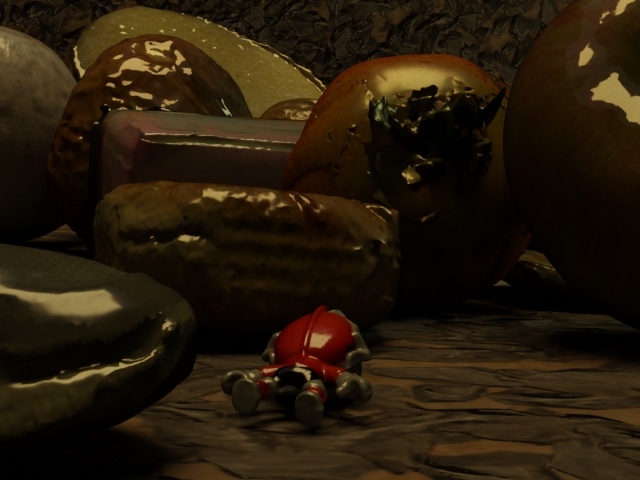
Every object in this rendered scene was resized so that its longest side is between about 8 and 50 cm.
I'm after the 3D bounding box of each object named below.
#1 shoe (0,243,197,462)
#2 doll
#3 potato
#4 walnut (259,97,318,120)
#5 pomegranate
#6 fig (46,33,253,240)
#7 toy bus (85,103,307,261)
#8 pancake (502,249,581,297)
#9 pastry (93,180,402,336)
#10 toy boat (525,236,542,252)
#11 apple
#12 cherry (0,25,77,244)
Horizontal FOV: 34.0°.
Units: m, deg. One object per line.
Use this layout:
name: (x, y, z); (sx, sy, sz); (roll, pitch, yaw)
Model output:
shoe: (-0.210, -0.013, 0.375); (0.336, 0.171, 0.132); (1, 3, 3)
doll: (-0.002, 0.054, 0.464); (0.057, 0.039, 0.114); (-28, 5, 18)
potato: (-0.218, -0.139, 1.724); (0.442, 0.319, 0.385); (18, 40, -7)
walnut: (0.002, -0.131, 1.502); (0.238, 0.141, 0.204); (-7, 49, -41)
pomegranate: (0.074, -0.050, 0.813); (0.210, 0.210, 0.235); (1, -16, -1)
fig: (-0.142, -0.084, 1.287); (0.369, 0.286, 0.286); (20, 8, 15)
toy bus: (-0.028, -0.035, 1.042); (0.386, 0.171, 0.162); (0, 13, -21)
pancake: (0.225, 0.031, 0.932); (0.236, 0.042, 0.222); (8, 2, 40)
pastry: (-0.049, 0.013, 0.676); (0.192, 0.093, 0.182); (5, 1, -16)
toy boat: (0.411, -0.035, 1.427); (0.445, 0.136, 0.162); (3, -1, 45)
apple: (0.249, -0.053, 0.680); (0.257, 0.257, 0.234); (2, -23, 20)
cherry: (-0.446, -0.142, 1.401); (0.335, 0.291, 0.326); (14, -42, -29)
